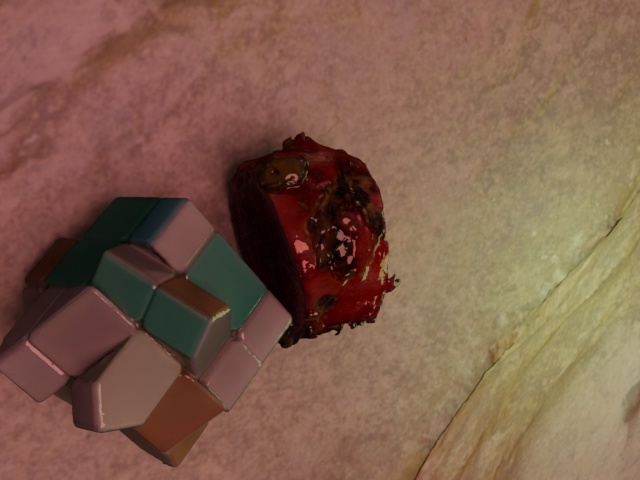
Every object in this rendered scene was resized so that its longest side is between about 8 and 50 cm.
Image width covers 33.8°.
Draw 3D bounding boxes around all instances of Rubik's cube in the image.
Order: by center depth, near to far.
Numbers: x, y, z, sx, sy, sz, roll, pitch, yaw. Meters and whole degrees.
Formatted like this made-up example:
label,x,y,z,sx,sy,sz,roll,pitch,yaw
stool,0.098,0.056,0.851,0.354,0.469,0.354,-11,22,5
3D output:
label,x,y,z,sx,sy,sz,roll,pitch,yaw
Rubik's cube,-0.169,0.096,1.007,0.224,0.265,0.213,51,61,-28

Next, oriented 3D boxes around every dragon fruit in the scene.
label,x,y,z,sx,sy,sz,roll,pitch,yaw
dragon fruit,0.000,0.000,1.118,0.147,0.211,0.282,-21,140,-17
